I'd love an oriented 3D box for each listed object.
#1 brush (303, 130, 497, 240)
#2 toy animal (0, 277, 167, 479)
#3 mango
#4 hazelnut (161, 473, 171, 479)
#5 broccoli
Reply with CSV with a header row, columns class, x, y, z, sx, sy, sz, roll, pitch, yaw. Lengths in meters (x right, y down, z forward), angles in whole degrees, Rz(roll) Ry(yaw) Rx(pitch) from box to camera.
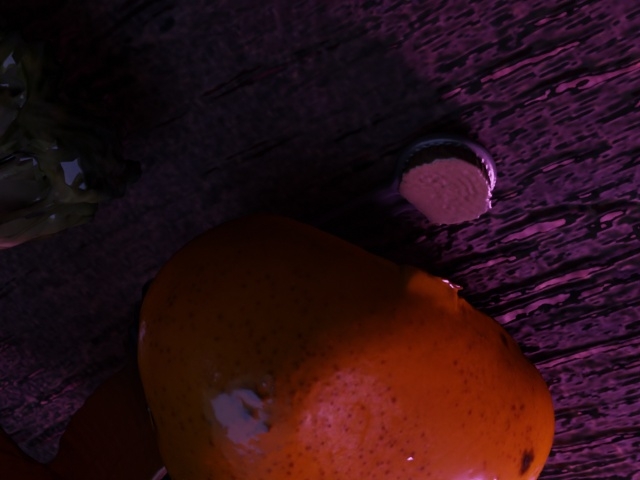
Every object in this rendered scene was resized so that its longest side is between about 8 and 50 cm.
class,x,y,z,sx,sy,sz,roll,pitch,yaw
brush,0.000,0.000,0.698,0.266,0.027,0.062,-26,125,36
toy animal,-0.234,0.170,0.764,0.284,0.225,0.302,1,106,55
mango,0.020,0.104,0.657,0.290,0.191,0.160,21,179,-23
hazelnut,-0.033,0.219,0.793,0.204,0.178,0.178,-37,106,10
broccoli,-0.275,-0.028,0.658,0.288,0.245,0.248,-11,140,43
